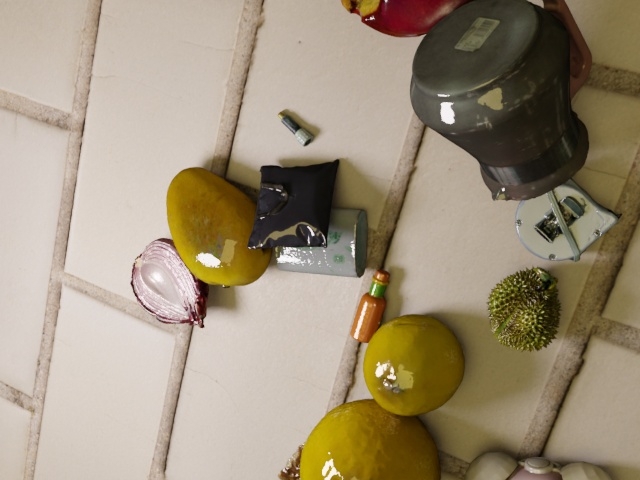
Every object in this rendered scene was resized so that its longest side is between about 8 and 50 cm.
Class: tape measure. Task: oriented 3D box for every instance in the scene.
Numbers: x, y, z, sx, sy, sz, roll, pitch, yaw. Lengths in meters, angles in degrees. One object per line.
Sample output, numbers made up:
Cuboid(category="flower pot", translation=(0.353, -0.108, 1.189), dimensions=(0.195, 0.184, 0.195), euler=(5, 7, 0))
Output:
Cuboid(category="tape measure", translation=(0.515, -0.043, 1.490), dimensions=(0.182, 0.107, 0.181), euler=(40, 107, 10))

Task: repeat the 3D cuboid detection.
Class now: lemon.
Cuboid(category="lemon", translation=(0.212, 0.301, 1.633), dimensions=(0.240, 0.219, 0.240), euler=(7, 106, 26))
Cuboid(category="lemon", translation=(0.108, 0.564, 1.666), dimensions=(0.364, 0.364, 0.364), euler=(5, 102, 24))

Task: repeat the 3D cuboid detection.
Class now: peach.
Cuboid(category="peach", translation=(0.174, -0.634, 1.406), dimensions=(0.416, 0.353, 0.339), euler=(53, 156, -4))

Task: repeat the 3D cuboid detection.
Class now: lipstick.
Cuboid(category="lipstick", translation=(-0.069, -0.288, 1.747), dimensions=(0.116, 0.037, 0.037), euler=(46, 115, 14))

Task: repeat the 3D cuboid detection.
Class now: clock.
Cuboid(category="clock", translation=(0.509, 0.664, 1.597), dimensions=(0.342, 0.184, 0.325), euler=(-2, 95, 20))

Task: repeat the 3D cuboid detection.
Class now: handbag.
Cuboid(category="handbag", translation=(-0.069, -0.091, 1.694), dimensions=(0.211, 0.088, 0.254), euler=(-2, 60, 17))

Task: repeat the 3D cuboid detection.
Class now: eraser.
Cuboid(category="eraser", translation=(0.000, 0.000, 1.746), dimensions=(0.227, 0.081, 0.174), euler=(4, 100, 25))

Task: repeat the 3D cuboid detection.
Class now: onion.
Cuboid(category="onion", translation=(-0.393, 0.132, 1.927), dimensions=(0.283, 0.120, 0.227), euler=(47, 120, 15))

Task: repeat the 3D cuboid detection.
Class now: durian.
Cuboid(category="durian", translation=(0.455, 0.149, 1.538), dimensions=(0.159, 0.146, 0.198), euler=(8, 99, 39))

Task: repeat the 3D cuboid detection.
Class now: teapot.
Cuboid(category="teapot", translation=(0.387, -0.291, 1.360), dimensions=(0.305, 0.362, 0.376), euler=(29, 79, 46))

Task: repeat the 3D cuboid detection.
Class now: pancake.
Cuboid(category="pancake", translation=(-0.018, 0.683, 1.902), dimensions=(0.212, 0.056, 0.257), euler=(42, 114, 12))

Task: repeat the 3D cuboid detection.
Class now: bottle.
Cuboid(category="bottle", translation=(0.131, 0.163, 1.725), dimensions=(0.069, 0.069, 0.187), euler=(22, 107, 19))

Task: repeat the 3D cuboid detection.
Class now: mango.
Cuboid(category="mango", translation=(-0.276, -0.038, 1.804), dimensions=(0.253, 0.182, 0.365), euler=(-41, 77, 17))
